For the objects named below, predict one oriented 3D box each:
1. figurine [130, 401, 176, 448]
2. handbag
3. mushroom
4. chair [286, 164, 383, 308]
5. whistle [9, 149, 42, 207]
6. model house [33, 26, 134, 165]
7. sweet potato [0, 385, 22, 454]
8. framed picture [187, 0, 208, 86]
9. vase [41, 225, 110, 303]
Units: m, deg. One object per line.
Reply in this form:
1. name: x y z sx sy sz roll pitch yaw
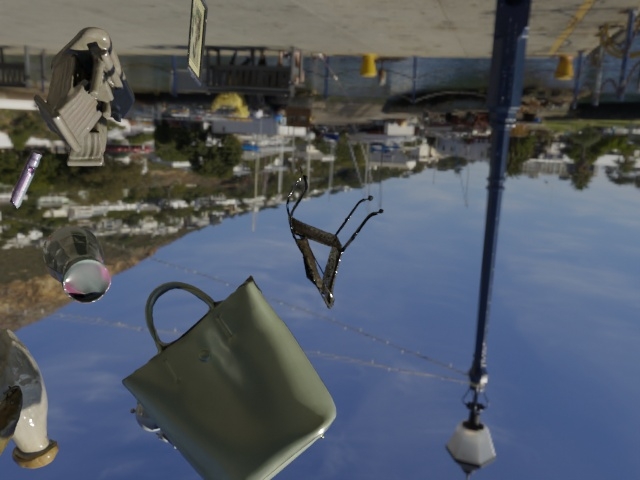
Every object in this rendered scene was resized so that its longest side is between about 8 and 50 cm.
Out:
1. figurine: -0.424 0.481 1.569 0.197 0.147 0.093 24 -122 25
2. handbag: -0.143 0.188 0.823 0.241 0.315 0.109 -38 175 -2
3. mushroom: -0.707 0.376 1.369 0.128 0.350 0.128 -7 -164 2
4. chair: 0.000 0.000 1.010 0.149 0.213 0.174 18 -167 -11
5. whistle: -0.840 -0.176 1.662 0.033 0.177 0.033 27 -171 -5
6. model house: -0.418 -0.234 1.036 0.122 0.188 0.229 4 153 -2
7. sweet potato: -0.748 0.470 1.148 0.130 0.131 0.423 9 -144 30
8. framed picture: -0.284 -0.470 1.339 0.010 0.195 0.199 5 -177 -3
9. vase: -0.336 0.035 0.812 0.086 0.086 0.214 -3 -170 -27
